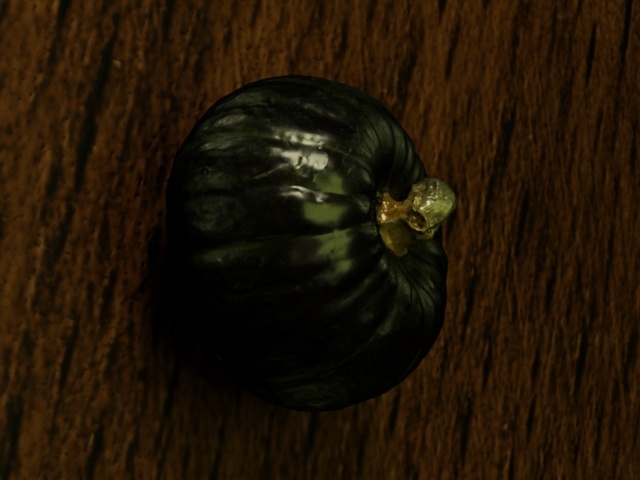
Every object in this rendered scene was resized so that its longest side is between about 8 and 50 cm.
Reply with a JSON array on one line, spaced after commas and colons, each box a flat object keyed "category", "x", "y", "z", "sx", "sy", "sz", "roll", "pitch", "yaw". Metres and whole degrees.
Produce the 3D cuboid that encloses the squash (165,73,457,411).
[{"category": "squash", "x": -0.005, "y": 0.002, "z": 1.081, "sx": 0.193, "sy": 0.156, "sz": 0.193, "roll": -32, "pitch": 129, "yaw": -50}]
